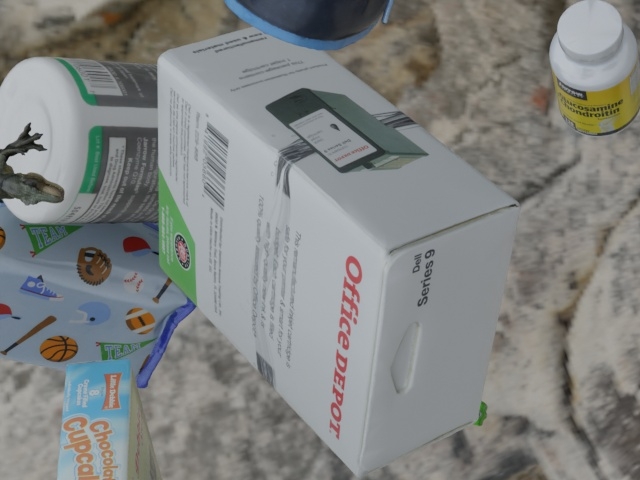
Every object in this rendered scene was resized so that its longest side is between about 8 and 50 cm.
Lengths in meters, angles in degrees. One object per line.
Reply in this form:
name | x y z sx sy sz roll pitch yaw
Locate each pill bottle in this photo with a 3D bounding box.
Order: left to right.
pill bottle | -0.215 -0.123 1.864 0.204 0.361 0.204 1 92 49
pill bottle | 0.328 -0.207 1.759 0.103 0.184 0.103 -6 64 13

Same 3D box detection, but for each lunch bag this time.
lunch bag | -0.363 -0.027 2.050 0.239 0.328 0.385 -54 31 33

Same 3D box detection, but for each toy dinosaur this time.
toy dinosaur | -0.369 -0.068 1.620 0.268 0.118 0.064 -8 117 37

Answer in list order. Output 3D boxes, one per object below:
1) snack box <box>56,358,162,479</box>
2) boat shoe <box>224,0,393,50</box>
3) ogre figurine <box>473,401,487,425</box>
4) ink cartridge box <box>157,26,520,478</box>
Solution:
snack box | -0.163 0.272 1.146 0.060 0.322 0.187 -6 133 1
boat shoe | 0.016 -0.188 0.770 0.109 0.258 0.089 27 126 -3
ogre figurine | 0.127 0.146 1.825 0.118 0.097 0.197 -19 87 6
ink cartridge box | 0.000 0.000 1.093 0.289 0.122 0.211 43 141 39
